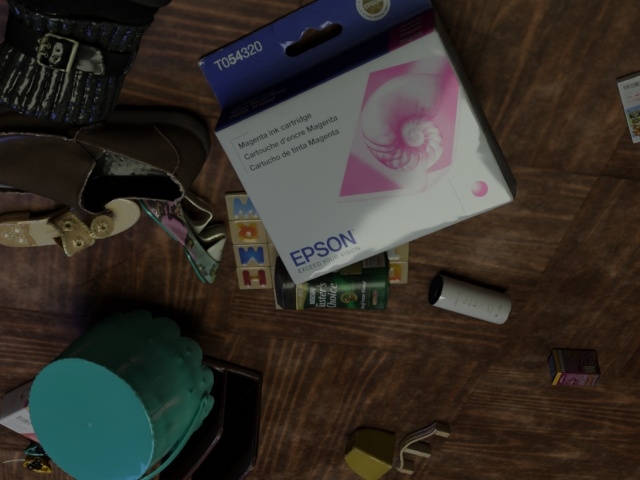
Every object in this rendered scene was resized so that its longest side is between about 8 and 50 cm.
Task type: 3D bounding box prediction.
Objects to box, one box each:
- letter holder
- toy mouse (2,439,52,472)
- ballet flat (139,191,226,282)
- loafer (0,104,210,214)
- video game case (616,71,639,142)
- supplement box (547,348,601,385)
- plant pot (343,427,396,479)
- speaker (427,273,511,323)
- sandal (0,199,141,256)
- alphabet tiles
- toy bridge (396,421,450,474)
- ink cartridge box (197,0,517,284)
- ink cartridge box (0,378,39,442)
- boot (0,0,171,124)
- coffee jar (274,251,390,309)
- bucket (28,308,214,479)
[{"bbox_3d":[-0.246,0.394,1.862,0.152,0.214,0.302,20,134,-22],"label":"letter holder"},{"bbox_3d":[-0.557,0.444,2.051,0.161,0.031,0.143,25,132,-26],"label":"toy mouse"},{"bbox_3d":[-0.195,-0.015,1.522,0.079,0.077,0.221,-30,133,3],"label":"ballet flat"},{"bbox_3d":[-0.340,-0.110,1.363,0.366,0.130,0.133,-3,138,3],"label":"loafer"},{"bbox_3d":[0.468,-0.192,1.369,0.087,0.011,0.122,-17,135,17],"label":"video game case"},{"bbox_3d":[0.468,0.234,1.813,0.083,0.055,0.043,3,139,-3],"label":"supplement box"},{"bbox_3d":[0.096,0.432,2.015,0.083,0.081,0.081,28,132,-12],"label":"plant pot"},{"bbox_3d":[0.251,0.100,1.660,0.136,0.055,0.055,16,136,-18],"label":"speaker"},{"bbox_3d":[-0.395,-0.005,1.517,0.240,0.079,0.088,-7,138,7],"label":"sandal"},{"bbox_3d":[0.000,0.000,1.579,0.285,0.011,0.342,-2,138,1],"label":"alphabet tiles"},{"bbox_3d":[0.200,0.433,2.053,0.063,0.026,0.188,17,135,-15],"label":"toy bridge"},{"bbox_3d":[0.038,-0.142,1.266,0.324,0.071,0.330,-23,105,22],"label":"ink cartridge box"},{"bbox_3d":[-0.504,0.313,1.879,0.198,0.067,0.115,-26,133,27],"label":"ink cartridge box"},{"bbox_3d":[-0.361,-0.287,1.164,0.348,0.131,0.260,24,133,-26],"label":"boot"},{"bbox_3d":[0.018,0.065,1.584,0.185,0.079,0.096,0,138,0],"label":"coffee jar"},{"bbox_3d":[-0.340,0.271,1.664,0.281,0.183,0.281,8,112,20],"label":"bucket"}]
